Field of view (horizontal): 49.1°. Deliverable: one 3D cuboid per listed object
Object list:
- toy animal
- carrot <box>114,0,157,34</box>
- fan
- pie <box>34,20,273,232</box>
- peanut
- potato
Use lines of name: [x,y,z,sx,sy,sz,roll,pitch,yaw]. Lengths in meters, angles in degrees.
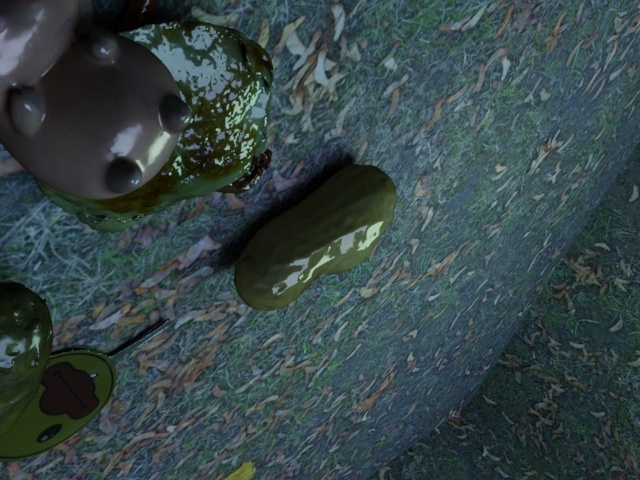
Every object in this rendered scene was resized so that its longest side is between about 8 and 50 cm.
toy animal: [-0.222,-0.140,0.549,0.250,0.154,0.166,43,72,-23]
carrot: [-0.177,-0.221,0.687,0.035,0.035,0.142,-5,128,-53]
fan: [-0.359,0.215,1.021,0.335,0.011,0.229,-34,150,-20]
pie: [-0.168,-0.121,0.741,0.275,0.105,0.257,-21,150,-26]
peanut: [0.000,0.000,1.115,0.319,0.147,0.147,-40,152,-21]
potato: [-0.386,0.148,0.794,0.149,0.113,0.251,-22,152,-53]
